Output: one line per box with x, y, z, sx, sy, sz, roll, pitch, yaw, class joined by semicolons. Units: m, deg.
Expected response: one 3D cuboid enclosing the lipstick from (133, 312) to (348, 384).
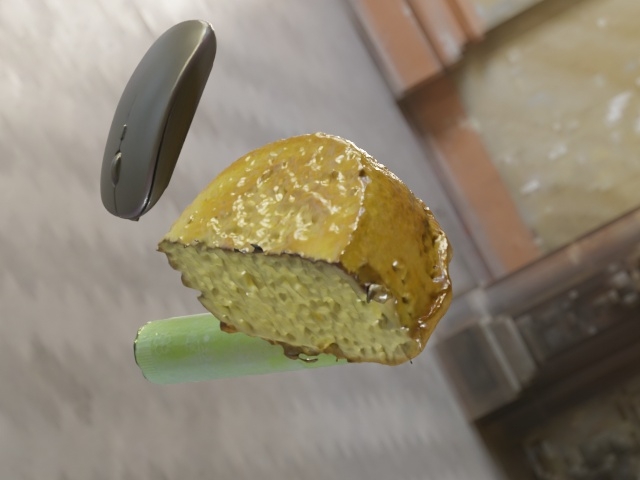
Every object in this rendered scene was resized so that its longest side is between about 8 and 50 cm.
-0.072;0.107;1.977;0.076;0.304;0.076;11;76;-48;lipstick

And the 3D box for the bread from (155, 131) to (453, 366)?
0.000;0.000;1.363;0.143;0.229;0.139;44;65;-38;bread

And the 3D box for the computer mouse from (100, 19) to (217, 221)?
-0.181;-0.135;2.030;0.057;0.232;0.120;25;-8;-31;computer mouse
